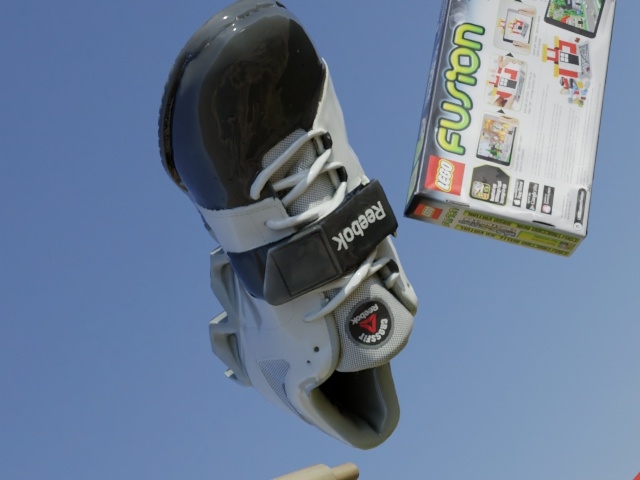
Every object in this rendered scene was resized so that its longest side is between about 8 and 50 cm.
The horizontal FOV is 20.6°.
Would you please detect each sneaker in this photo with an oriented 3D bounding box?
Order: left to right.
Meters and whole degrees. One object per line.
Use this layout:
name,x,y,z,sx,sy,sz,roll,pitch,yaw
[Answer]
sneaker,0.000,0.000,1.071,0.122,0.146,0.330,-37,-39,-22

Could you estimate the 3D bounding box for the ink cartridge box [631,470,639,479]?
ink cartridge box,0.116,0.031,0.400,0.179,0.045,0.145,-48,18,4

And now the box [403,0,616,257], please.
box,0.127,-0.100,1.150,0.036,0.114,0.207,114,169,-65

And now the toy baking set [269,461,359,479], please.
toy baking set,-0.019,0.270,1.399,0.256,0.030,0.197,-17,-64,-52
